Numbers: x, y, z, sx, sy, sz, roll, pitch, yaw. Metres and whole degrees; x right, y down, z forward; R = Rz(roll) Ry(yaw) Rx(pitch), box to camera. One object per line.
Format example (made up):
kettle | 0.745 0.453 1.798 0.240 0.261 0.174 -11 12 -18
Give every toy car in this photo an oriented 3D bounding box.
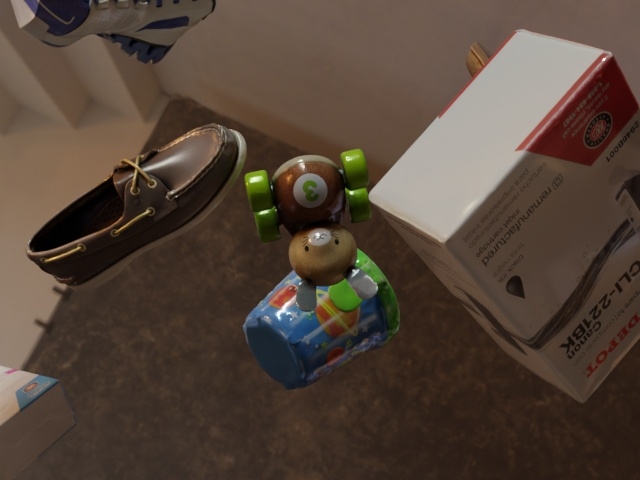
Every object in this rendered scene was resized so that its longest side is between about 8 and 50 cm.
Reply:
toy car | 0.000 0.000 1.067 0.155 0.188 0.149 -13 -32 -2

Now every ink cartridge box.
ink cartridge box | -0.364 0.190 0.903 0.181 0.104 0.061 4 -60 36
ink cartridge box | 0.204 -0.013 0.737 0.273 0.197 0.114 45 -5 -38

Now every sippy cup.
sippy cup | -0.011 0.150 1.550 0.240 0.224 0.305 30 -40 35

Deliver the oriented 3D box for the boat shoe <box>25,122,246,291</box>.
boat shoe | -0.245 -0.053 1.111 0.097 0.324 0.116 40 20 -50

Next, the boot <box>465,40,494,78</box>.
boot | 0.246 -0.143 1.150 0.115 0.305 0.112 -36 -35 30

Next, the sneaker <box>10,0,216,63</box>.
sneaker | -0.245 -0.335 1.095 0.182 0.127 0.315 -25 -7 26
